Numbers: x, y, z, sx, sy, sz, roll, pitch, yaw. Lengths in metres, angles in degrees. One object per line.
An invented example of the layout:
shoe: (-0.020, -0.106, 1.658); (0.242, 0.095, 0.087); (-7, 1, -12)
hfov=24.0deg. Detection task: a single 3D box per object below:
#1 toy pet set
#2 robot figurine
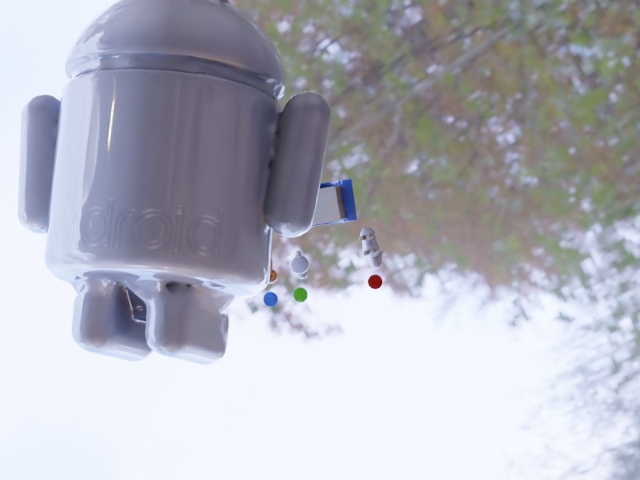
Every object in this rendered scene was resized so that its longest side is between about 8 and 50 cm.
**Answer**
toy pet set: (0.000, 0.000, 1.512); (0.065, 0.122, 0.114); (-22, -77, -80)
robot figurine: (-0.135, -0.070, 1.339); (0.200, 0.299, 0.354); (34, -122, -71)
